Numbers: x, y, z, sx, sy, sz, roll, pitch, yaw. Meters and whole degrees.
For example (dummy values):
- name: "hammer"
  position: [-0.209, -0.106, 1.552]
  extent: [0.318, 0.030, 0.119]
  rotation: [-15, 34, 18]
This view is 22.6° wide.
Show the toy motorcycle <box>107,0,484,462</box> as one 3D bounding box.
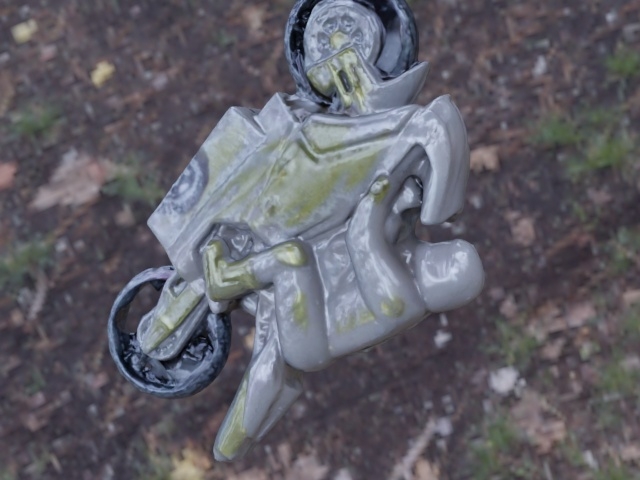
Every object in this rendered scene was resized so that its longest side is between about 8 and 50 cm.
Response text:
- name: "toy motorcycle"
  position: [0.000, 0.000, 1.113]
  extent: [0.223, 0.340, 0.108]
  rotation: [38, 12, 12]
